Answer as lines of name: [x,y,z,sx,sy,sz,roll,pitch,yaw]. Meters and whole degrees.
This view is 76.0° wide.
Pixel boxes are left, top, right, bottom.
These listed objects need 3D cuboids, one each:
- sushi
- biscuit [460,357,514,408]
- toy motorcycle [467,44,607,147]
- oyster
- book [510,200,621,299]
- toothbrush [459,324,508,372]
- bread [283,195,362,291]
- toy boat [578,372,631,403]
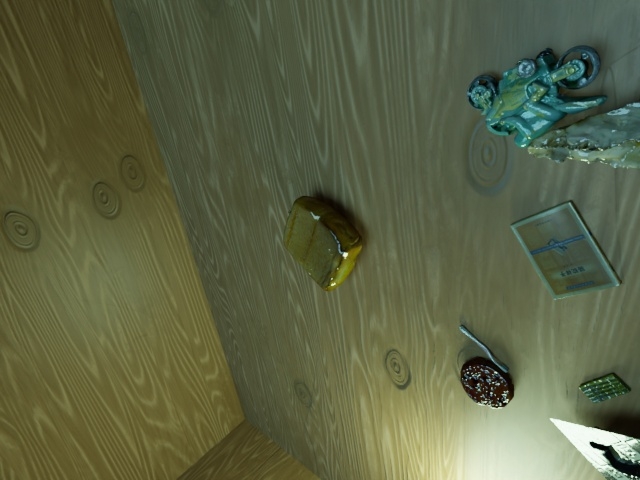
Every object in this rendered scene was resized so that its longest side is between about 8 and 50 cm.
sushi: [0.870,0.614,1.156,0.294,0.059,0.292,48,159,0]
biscuit: [0.572,0.494,1.419,0.192,0.049,0.192,20,122,36]
toy motorcycle: [0.475,-0.315,0.933,0.296,0.109,0.199,-5,108,57]
oyster: [0.620,-0.214,0.830,0.341,0.166,0.111,-7,70,48]
book: [0.631,0.032,1.070,0.170,0.018,0.242,-32,90,51]
toothbrush: [0.547,0.363,1.378,0.204,0.022,0.017,44,152,18]
bread: [0.006,-0.003,1.625,0.328,0.148,0.337,45,142,23]
toy boat: [0.794,0.415,1.148,0.063,0.016,0.115,48,141,14]
